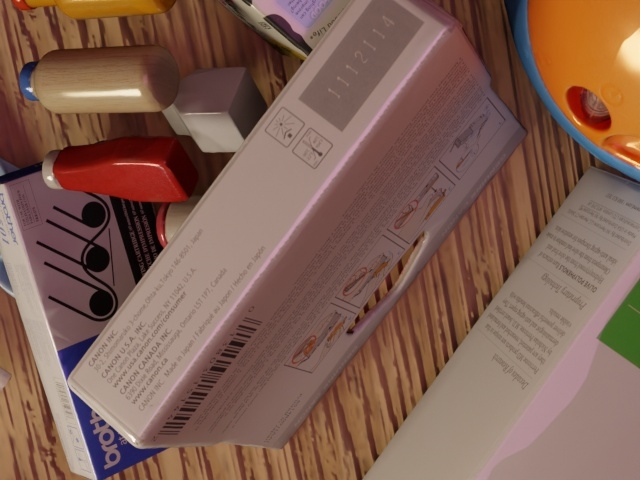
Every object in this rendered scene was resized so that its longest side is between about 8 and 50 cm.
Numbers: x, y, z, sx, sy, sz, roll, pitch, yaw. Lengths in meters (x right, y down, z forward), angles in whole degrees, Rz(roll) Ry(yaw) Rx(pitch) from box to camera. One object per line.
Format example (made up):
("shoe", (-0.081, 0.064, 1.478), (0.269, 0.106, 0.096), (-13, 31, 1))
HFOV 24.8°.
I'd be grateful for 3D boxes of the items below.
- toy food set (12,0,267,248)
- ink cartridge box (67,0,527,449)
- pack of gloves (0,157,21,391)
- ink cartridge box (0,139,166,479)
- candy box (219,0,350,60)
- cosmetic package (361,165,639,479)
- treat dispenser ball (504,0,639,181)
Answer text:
("toy food set", (-0.111, -0.070, 0.918), (0.105, 0.111, 0.232), (1, 145, 26))
("ink cartridge box", (0.000, 0.000, 0.922), (0.066, 0.261, 0.296), (38, 93, 18))
("pack of gloves", (-0.281, 0.001, 0.967), (0.232, 0.046, 0.195), (44, 79, -16))
("ink cartridge box", (-0.145, 0.045, 0.966), (0.097, 0.046, 0.207), (-23, 105, -31))
("candy box", (-0.079, -0.209, 0.888), (0.233, 0.159, 0.071), (39, 91, -13))
("cosmetic package", (0.174, 0.156, 0.999), (0.197, 0.155, 0.365), (33, 93, -16))
("treat dispenser ball", (0.254, -0.166, 0.881), (0.288, 0.288, 0.288), (-2, 101, -8))
